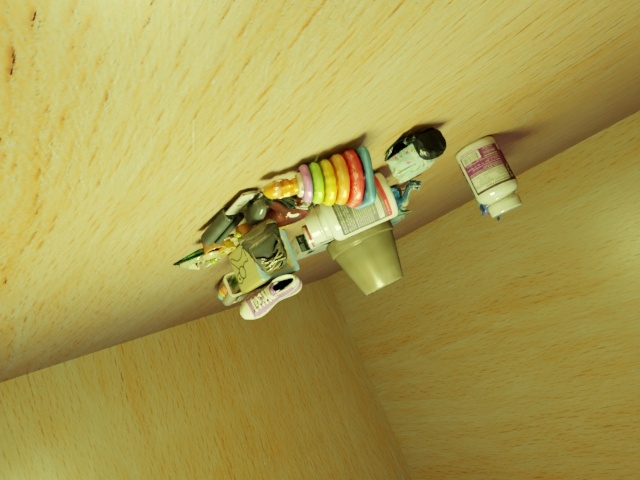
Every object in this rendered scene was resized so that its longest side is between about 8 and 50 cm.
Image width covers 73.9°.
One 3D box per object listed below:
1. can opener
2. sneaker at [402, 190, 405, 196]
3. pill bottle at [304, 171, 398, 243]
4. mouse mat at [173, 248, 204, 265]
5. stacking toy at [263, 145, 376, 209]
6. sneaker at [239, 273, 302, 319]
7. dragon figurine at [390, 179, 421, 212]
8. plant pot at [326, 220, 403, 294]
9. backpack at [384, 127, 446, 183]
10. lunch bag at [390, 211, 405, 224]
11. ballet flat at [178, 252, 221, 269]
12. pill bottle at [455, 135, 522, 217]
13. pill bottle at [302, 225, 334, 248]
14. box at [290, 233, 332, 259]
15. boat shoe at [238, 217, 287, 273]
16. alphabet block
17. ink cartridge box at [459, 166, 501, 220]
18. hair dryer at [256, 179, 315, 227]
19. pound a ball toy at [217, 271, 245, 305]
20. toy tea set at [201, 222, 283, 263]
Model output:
[{"bbox_3d":[-0.256,-0.049,1.258,0.076,0.095,0.283,-11,158,-48],"label":"can opener"},{"bbox_3d":[0.337,-0.176,2.015,0.158,0.065,0.061,-28,169,24],"label":"sneaker"},{"bbox_3d":[0.102,-0.106,1.534,0.318,0.176,0.176,-24,170,1],"label":"pill bottle"},{"bbox_3d":[-0.456,0.062,1.650,0.152,0.007,0.189,-27,168,21],"label":"mouse mat"},{"bbox_3d":[-0.010,-0.157,1.172,0.301,0.166,0.175,-9,179,-12],"label":"stacking toy"},{"bbox_3d":[-0.213,0.213,1.677,0.282,0.102,0.161,-34,166,-1],"label":"sneaker"},{"bbox_3d":[0.313,-0.185,1.856,0.289,0.144,0.085,-7,-178,33],"label":"dragon figurine"},{"bbox_3d":[0.227,0.087,1.937,0.323,0.280,0.323,-24,168,-5],"label":"plant pot"},{"bbox_3d":[0.289,-0.261,1.331,0.152,0.115,0.182,-19,172,-38],"label":"backpack"},{"bbox_3d":[0.288,-0.095,2.200,0.224,0.108,0.279,-19,169,-26],"label":"lunch bag"},{"bbox_3d":[-0.450,0.081,1.588,0.168,0.052,0.057,-23,170,3],"label":"ballet flat"},{"bbox_3d":[0.687,-0.252,1.721,0.169,0.302,0.169,-23,170,-4],"label":"pill bottle"},{"bbox_3d":[0.019,-0.042,1.880,0.180,0.108,0.108,-23,170,-1],"label":"pill bottle"},{"bbox_3d":[0.000,0.000,2.113,0.289,0.087,0.169,-19,169,-21],"label":"box"},{"bbox_3d":[-0.159,0.027,1.345,0.132,0.130,0.355,-36,173,-3],"label":"boat shoe"},{"bbox_3d":[-0.237,0.089,1.761,0.193,0.192,0.197,-13,166,-39],"label":"alphabet block"},{"bbox_3d":[0.716,-0.223,1.912,0.065,0.311,0.186,-27,169,15],"label":"ink cartridge box"},{"bbox_3d":[-0.125,-0.115,1.359,0.223,0.080,0.293,2,151,-32],"label":"hair dryer"},{"bbox_3d":[-0.460,0.293,2.262,0.135,0.208,0.319,-19,170,-24],"label":"pound a ball toy"},{"bbox_3d":[-0.268,0.022,1.523,0.336,0.124,0.200,-18,169,-28],"label":"toy tea set"}]
